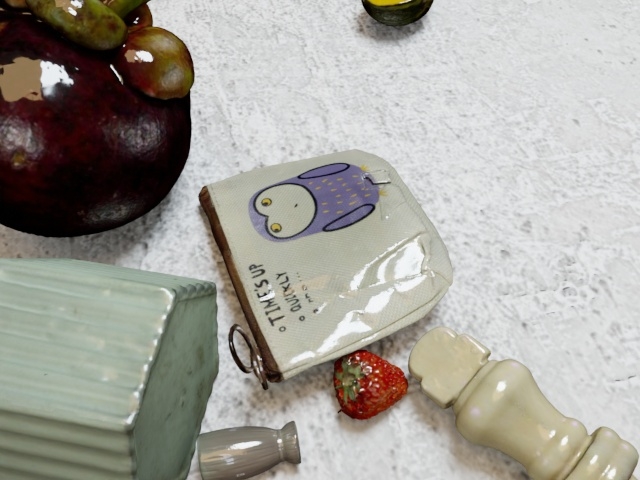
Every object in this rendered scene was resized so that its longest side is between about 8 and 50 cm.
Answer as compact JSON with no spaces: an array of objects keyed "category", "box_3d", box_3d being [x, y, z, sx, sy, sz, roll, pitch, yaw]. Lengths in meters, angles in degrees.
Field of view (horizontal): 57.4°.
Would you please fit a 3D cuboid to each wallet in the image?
[{"category":"wallet","box_3d":[-0.001,0.003,0.699,0.275,0.068,0.335,-16,48,-12]}]

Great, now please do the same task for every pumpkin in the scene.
[{"category":"pumpkin","box_3d":[0.129,-0.416,0.954,0.119,0.107,0.183,3,65,13]}]

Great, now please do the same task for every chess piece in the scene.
[{"category":"chess piece","box_3d":[0.246,0.220,0.546,0.397,0.117,0.117,38,67,24]}]

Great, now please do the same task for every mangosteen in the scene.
[{"category":"mangosteen","box_3d":[-0.291,-0.173,0.682,0.307,0.347,0.307,24,27,-13]}]

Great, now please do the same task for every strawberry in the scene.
[{"category":"strawberry","box_3d":[0.054,0.155,0.629,0.083,0.073,0.073,13,50,-34]}]

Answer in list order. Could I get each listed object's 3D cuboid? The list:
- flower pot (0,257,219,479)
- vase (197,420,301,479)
[{"category":"flower pot","box_3d":[-0.217,0.131,0.562,0.190,0.209,0.239,9,58,8]},{"category":"vase","box_3d":[-0.071,0.215,0.596,0.101,0.053,0.053,-8,58,-7]}]
